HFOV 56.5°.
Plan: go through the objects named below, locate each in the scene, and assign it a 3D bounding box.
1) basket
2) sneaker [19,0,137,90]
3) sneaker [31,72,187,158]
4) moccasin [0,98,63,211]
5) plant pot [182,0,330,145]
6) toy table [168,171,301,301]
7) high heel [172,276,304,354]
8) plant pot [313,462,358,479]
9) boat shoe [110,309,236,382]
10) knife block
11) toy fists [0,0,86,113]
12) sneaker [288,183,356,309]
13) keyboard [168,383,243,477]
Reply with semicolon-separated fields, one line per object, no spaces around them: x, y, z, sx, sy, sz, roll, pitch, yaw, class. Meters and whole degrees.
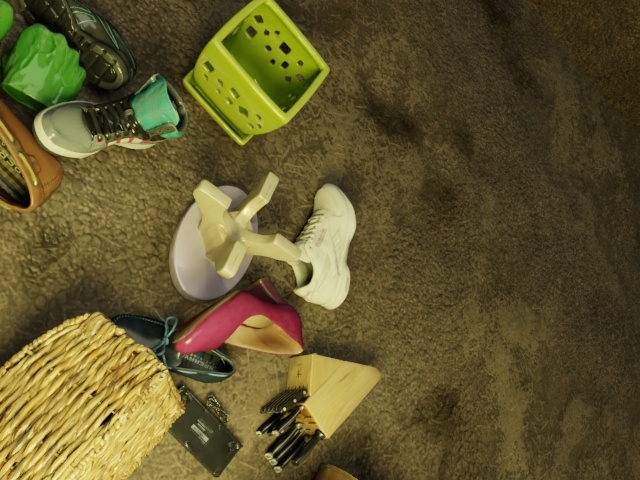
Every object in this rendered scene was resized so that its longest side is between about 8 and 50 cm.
-0.395;0.289;0.944;0.213;0.223;0.299;33;62;14;basket
-0.472;-0.410;1.167;0.267;0.101;0.106;49;29;-15;sneaker
-0.349;-0.225;1.083;0.295;0.178;0.123;-26;96;-59;sneaker
-0.589;-0.193;0.939;0.380;0.139;0.147;54;10;-20;moccasin
-0.154;-0.363;1.321;0.227;0.207;0.228;46;52;-17;plant pot
-0.180;-0.013;1.215;0.252;0.161;0.274;27;59;-31;toy table
-0.132;0.185;1.136;0.181;0.127;0.377;58;24;2;high heel
0.021;0.568;1.195;0.167;0.167;0.165;49;59;-16;plant pot
-0.271;0.193;1.115;0.258;0.089;0.109;23;62;-32;boat shoe
0.000;0.375;1.280;0.276;0.088;0.242;19;64;-34;knife block
-0.559;-0.342;1.056;0.279;0.096;0.142;31;70;-30;toy fists
0.000;0.000;1.387;0.152;0.114;0.305;17;65;-36;sneaker
-0.224;0.356;1.145;0.180;0.023;0.108;51;57;-15;keyboard
